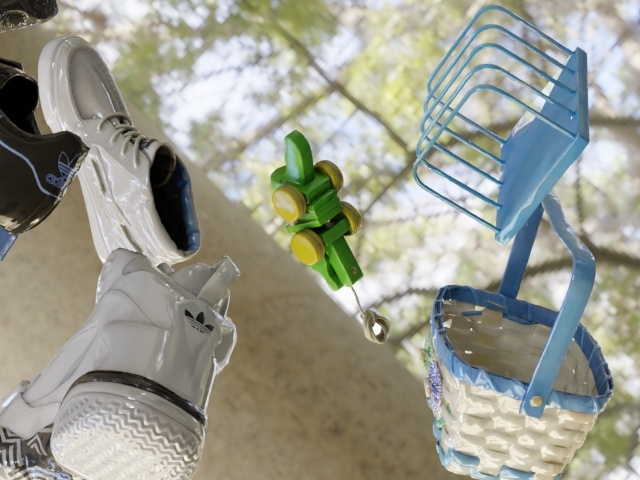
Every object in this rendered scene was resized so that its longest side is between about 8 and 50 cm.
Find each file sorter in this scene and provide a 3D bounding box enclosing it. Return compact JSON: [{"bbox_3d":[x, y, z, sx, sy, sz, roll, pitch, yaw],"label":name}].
[{"bbox_3d":[0.148,-0.103,1.367,0.104,0.170,0.118,30,-59,-10],"label":"file sorter"}]

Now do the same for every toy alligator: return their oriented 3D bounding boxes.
[{"bbox_3d":[0.000,0.000,1.304,0.056,0.051,0.189,-37,-67,-35],"label":"toy alligator"}]

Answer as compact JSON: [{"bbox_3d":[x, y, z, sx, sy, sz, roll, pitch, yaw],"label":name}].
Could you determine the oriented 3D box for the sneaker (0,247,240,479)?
[{"bbox_3d":[-0.194,0.139,1.434,0.137,0.210,0.366,37,-38,-20],"label":"sneaker"}]

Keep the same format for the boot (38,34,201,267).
[{"bbox_3d":[-0.191,-0.093,1.637,0.095,0.123,0.258,-25,-83,-43],"label":"boot"}]

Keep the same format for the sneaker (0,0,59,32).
[{"bbox_3d":[-0.354,-0.231,1.690,0.089,0.051,0.170,-23,-1,31],"label":"sneaker"}]

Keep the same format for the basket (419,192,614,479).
[{"bbox_3d":[0.220,0.110,1.781,0.201,0.255,0.288,18,-73,-8],"label":"basket"}]

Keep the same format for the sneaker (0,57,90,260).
[{"bbox_3d":[-0.229,-0.093,0.973,0.090,0.232,0.081,-46,-20,3],"label":"sneaker"}]
